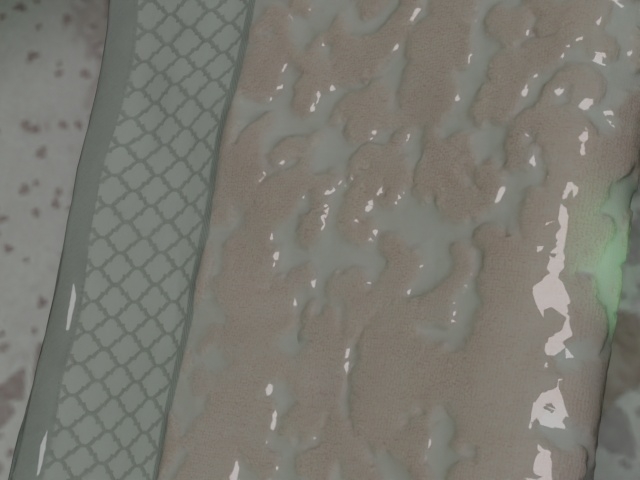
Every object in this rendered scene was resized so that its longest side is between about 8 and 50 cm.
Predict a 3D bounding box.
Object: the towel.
[{"bbox_3d":[0.000,0.000,0.913,0.317,0.053,0.332,0,72,36],"label":"towel"}]
